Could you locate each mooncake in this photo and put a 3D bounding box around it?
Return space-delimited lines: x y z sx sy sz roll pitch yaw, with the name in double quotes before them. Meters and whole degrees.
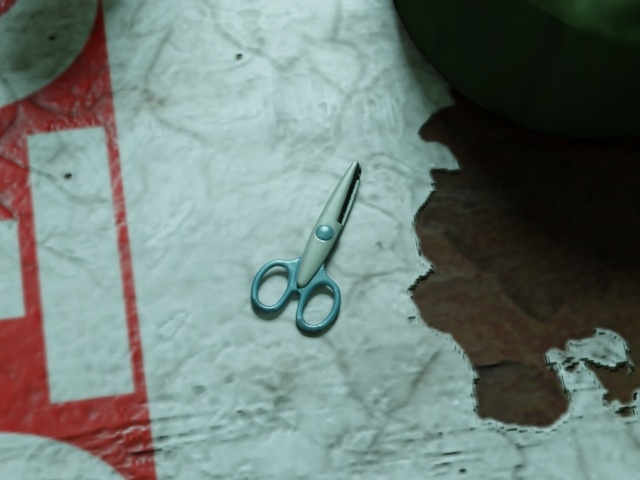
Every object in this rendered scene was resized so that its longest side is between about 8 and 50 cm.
"mooncake" 0.203 -0.240 1.113 0.351 0.187 0.351 1 67 -1

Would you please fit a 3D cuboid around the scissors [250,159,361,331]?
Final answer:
"scissors" 0.000 0.000 1.083 0.058 0.014 0.119 22 69 7
